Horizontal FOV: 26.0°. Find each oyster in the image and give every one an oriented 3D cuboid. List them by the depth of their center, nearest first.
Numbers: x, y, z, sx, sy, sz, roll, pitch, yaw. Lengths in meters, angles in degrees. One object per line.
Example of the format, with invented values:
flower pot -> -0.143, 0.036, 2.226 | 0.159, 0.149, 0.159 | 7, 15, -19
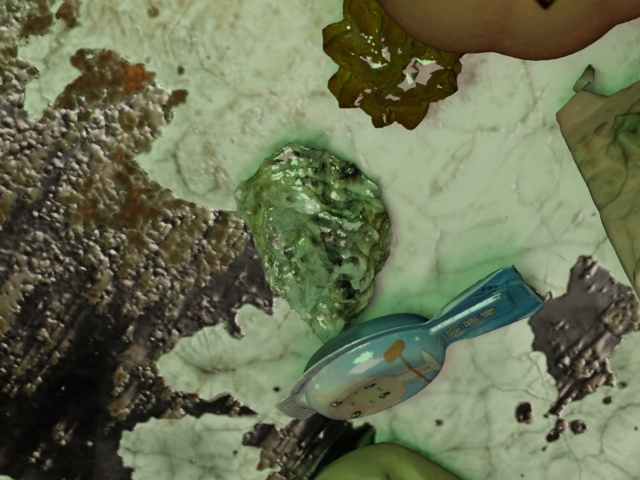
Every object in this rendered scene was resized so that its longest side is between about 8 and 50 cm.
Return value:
oyster -> 0.000, 0.000, 1.172 | 0.125, 0.064, 0.177 | -28, 113, 23

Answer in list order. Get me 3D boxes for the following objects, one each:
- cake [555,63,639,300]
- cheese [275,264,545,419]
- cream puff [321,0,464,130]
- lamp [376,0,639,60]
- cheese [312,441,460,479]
cake -> 0.383, -0.020, 1.003 | 0.306, 0.314, 0.293 | -31, 112, 15
cheese -> 0.073, 0.096, 1.194 | 0.244, 0.052, 0.135 | -28, 153, 13
cream puff -> 0.057, -0.141, 1.080 | 0.116, 0.094, 0.122 | -13, 111, 7
lamp -> 0.136, -0.265, 0.930 | 0.305, 0.240, 0.305 | 0, 112, 0
cheese -> 0.058, 0.298, 1.283 | 0.218, 0.117, 0.235 | -28, 112, 17
